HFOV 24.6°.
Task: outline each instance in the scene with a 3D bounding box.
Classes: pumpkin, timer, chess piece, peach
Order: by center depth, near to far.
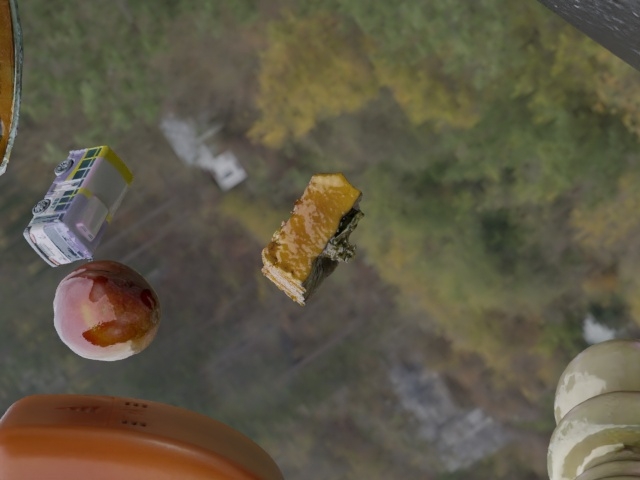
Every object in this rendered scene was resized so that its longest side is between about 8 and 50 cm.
[{"bbox_3d":[0.140,0.111,0.653,0.094,0.094,0.170,59,-156,-22],"label":"chess piece"},{"bbox_3d":[0.000,0.000,1.004,0.054,0.083,0.074,30,171,10],"label":"pumpkin"},{"bbox_3d":[-0.144,0.214,1.190,0.257,0.250,0.161,-171,80,-84],"label":"timer"},{"bbox_3d":[-0.192,0.064,1.336,0.100,0.101,0.101,54,172,11],"label":"peach"}]

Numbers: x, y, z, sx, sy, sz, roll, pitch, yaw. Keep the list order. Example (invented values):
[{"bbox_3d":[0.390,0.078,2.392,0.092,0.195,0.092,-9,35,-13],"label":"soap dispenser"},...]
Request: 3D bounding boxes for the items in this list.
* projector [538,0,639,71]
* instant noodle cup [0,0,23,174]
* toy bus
[{"bbox_3d":[0.426,-0.289,1.500,0.405,0.242,0.395,31,179,-17],"label":"projector"},{"bbox_3d":[-0.315,-0.123,1.037,0.216,0.172,0.215,10,101,63],"label":"instant noodle cup"},{"bbox_3d":[-0.207,-0.030,1.271,0.058,0.102,0.052,-8,134,35],"label":"toy bus"}]
